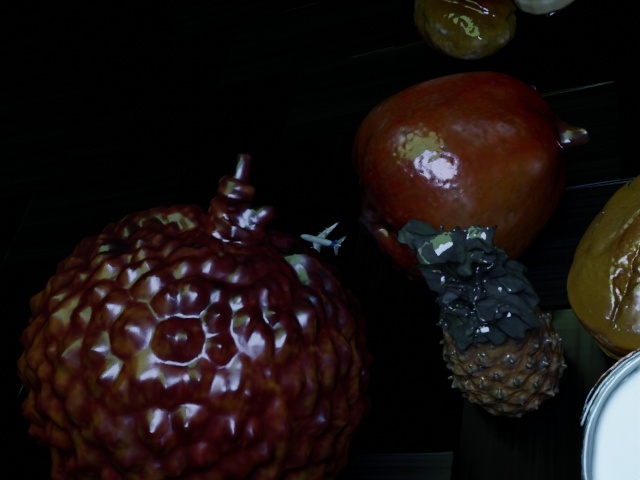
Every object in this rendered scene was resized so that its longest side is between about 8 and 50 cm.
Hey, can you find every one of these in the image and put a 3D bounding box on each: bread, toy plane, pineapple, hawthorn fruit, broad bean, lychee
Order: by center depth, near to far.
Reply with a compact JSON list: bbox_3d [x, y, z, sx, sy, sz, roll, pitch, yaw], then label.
[{"bbox_3d":[0.179,0.080,1.030,0.141,0.310,0.170,-48,45,-15],"label":"pineapple"},{"bbox_3d":[0.413,0.027,1.052,0.195,0.142,0.269,29,72,42],"label":"bread"},{"bbox_3d":[-0.143,0.139,1.071,0.425,0.500,0.424,7,20,-2],"label":"lychee"},{"bbox_3d":[0.180,-0.094,1.212,0.295,0.295,0.311,26,69,43],"label":"hawthorn fruit"},{"bbox_3d":[0.002,0.002,1.412,0.084,0.024,0.078,8,64,44],"label":"toy plane"},{"bbox_3d":[0.246,-0.383,1.519,0.156,0.122,0.228,-15,48,-15],"label":"broad bean"}]

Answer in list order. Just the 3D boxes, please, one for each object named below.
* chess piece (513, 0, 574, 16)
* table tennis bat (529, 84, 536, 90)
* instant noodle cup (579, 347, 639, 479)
[{"bbox_3d":[0.329,-0.518,1.452,0.137,0.301,0.137,-19,46,21],"label":"chess piece"},{"bbox_3d":[0.306,-0.234,1.435,0.083,0.007,0.050,-14,47,24],"label":"table tennis bat"},{"bbox_3d":[0.369,0.210,0.813,0.296,0.214,0.296,-10,68,25],"label":"instant noodle cup"}]
